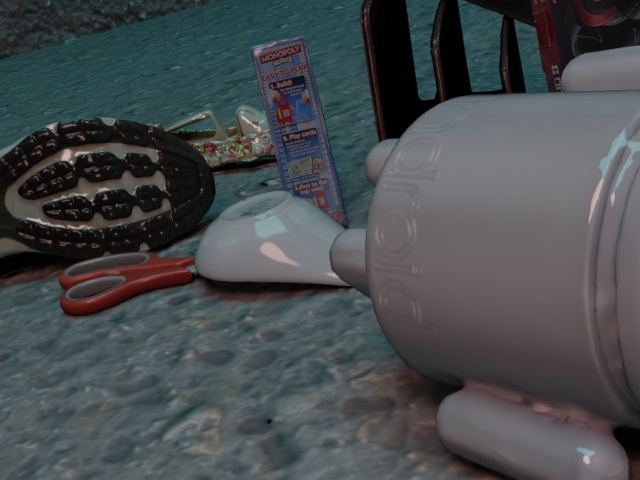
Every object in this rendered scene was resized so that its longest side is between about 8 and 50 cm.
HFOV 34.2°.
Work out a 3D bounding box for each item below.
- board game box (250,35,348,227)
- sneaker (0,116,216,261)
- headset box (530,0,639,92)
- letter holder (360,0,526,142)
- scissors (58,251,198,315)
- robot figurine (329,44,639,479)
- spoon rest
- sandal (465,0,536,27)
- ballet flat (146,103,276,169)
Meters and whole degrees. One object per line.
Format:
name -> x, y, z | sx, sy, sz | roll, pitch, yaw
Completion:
board game box -> -0.026, -0.128, 1.116 | 0.060, 0.194, 0.194 | -13, 22, -1
sneaker -> -0.323, -0.044, 1.172 | 0.410, 0.158, 0.182 | -8, 3, -3
headset box -> 0.325, -0.234, 1.018 | 0.110, 0.218, 0.293 | -14, 4, -28
letter holder -> 0.151, -0.216, 1.211 | 0.152, 0.215, 0.302 | -7, 22, 14
scissors -> -0.120, 0.022, 1.027 | 0.297, 0.021, 0.109 | -12, 21, 3
robot figurine -> 0.169, 0.009, 0.640 | 0.353, 0.199, 0.300 | 6, 72, 46
spoon rest -> 0.000, 0.000, 0.949 | 0.276, 0.084, 0.137 | -5, 23, 39
sandal -> 0.202, -0.302, 1.215 | 0.254, 0.054, 0.097 | 18, 23, -9
ballet flat -> -0.120, -0.134, 1.345 | 0.240, 0.077, 0.091 | -10, 20, 5
